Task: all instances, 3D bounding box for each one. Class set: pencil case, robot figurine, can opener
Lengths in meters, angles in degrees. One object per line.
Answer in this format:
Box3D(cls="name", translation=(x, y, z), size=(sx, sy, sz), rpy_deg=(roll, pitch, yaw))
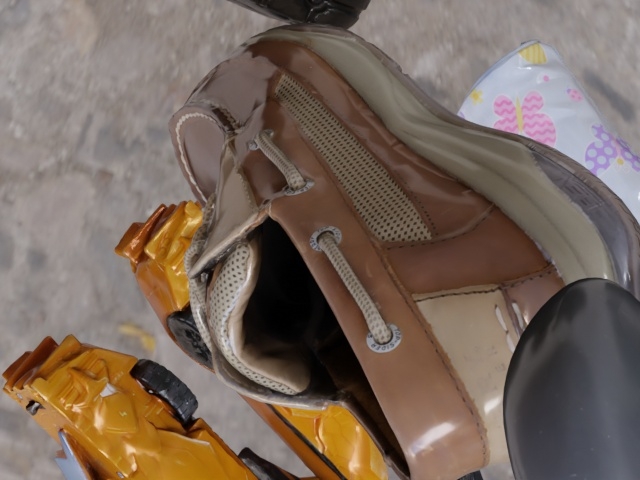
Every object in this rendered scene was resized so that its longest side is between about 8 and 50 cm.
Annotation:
Box3D(cls="pencil case", translation=(0.260, -0.073, 1.748), size=(0.124, 0.113, 0.273), rpy_deg=(-44, 77, 10))
Box3D(cls="robot figurine", translation=(-0.031, 0.127, 1.000), size=(0.291, 0.085, 0.211), rpy_deg=(49, 65, -20))
Box3D(cls="can opener", translation=(0.119, -0.007, 0.521), size=(0.095, 0.283, 0.076), rpy_deg=(37, 131, -17))

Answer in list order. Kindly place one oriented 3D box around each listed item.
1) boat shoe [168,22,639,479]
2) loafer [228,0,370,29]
Box3D(cls="boat shoe", translation=(0.000, 0.000, 0.675), size=(0.116, 0.324, 0.123), rpy_deg=(-30, 114, -15))
Box3D(cls="loafer", translation=(-0.076, -0.166, 0.859), size=(0.223, 0.078, 0.076), rpy_deg=(24, 98, -24))
